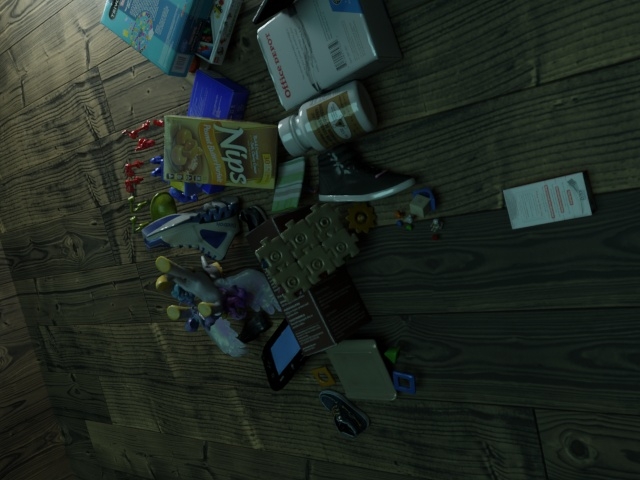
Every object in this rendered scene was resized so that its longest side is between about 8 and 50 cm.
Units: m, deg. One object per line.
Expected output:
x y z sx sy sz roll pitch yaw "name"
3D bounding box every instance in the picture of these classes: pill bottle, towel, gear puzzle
0.016 -0.300 1.386 0.229 0.131 0.131 -19 92 23 "pill bottle"
-0.092 -0.158 1.556 0.113 0.023 0.152 -9 66 46 "towel"
0.000 0.000 1.435 0.175 0.339 0.044 57 166 -6 "gear puzzle"

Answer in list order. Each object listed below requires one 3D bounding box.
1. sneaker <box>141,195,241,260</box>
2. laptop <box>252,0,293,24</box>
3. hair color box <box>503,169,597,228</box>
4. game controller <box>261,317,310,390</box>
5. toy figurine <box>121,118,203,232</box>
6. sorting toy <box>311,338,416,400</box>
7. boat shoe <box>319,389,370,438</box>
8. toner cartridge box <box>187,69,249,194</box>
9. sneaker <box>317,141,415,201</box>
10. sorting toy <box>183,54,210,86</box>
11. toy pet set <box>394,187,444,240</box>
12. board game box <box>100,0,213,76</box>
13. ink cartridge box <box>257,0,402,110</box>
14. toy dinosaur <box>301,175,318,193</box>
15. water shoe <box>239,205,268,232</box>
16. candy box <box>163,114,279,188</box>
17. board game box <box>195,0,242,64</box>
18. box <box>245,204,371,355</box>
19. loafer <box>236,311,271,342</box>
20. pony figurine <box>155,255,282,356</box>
-0.382 -0.005 1.724 0.127 0.316 0.182 32 140 62 "sneaker"
-0.081 -0.766 1.262 0.236 0.408 0.382 36 126 -7 "laptop"
0.492 -0.086 1.181 0.167 0.053 0.093 -11 95 39 "hair color box"
-0.095 0.331 1.703 0.319 0.067 0.166 -55 34 36 "game controller"
-0.454 -0.172 1.685 0.217 0.191 0.362 17 115 27 "toy figurine"
0.119 0.367 1.584 0.348 0.047 0.196 -9 110 37 "sorting toy"
0.057 0.525 1.666 0.183 0.083 0.065 26 118 28 "boat shoe"
-0.342 -0.336 1.710 0.165 0.075 0.347 35 122 24 "toner cartridge box"
0.100 -0.182 1.408 0.296 0.104 0.146 0 109 41 "sneaker"
-0.445 -0.644 1.716 0.307 0.041 0.229 42 124 19 "sorting toy"
0.253 -0.076 1.373 0.122 0.065 0.114 26 152 32 "toy pet set"
-0.481 -0.674 1.598 0.336 0.079 0.253 40 117 21 "board game box"
0.016 -0.489 1.364 0.307 0.129 0.223 -18 92 39 "ink cartridge box"
-0.043 -0.155 1.580 0.082 0.047 0.090 38 157 11 "toy dinosaur"
-0.178 -0.013 1.681 0.203 0.080 0.073 52 127 12 "water shoe"
-0.282 -0.254 1.572 0.317 0.087 0.182 4 106 -3 "candy box"
-0.381 -0.671 1.615 0.305 0.053 0.193 35 115 23 "board game box"
-0.033 0.108 1.541 0.143 0.191 0.381 -27 86 39 "box"
-0.235 0.299 1.836 0.170 0.062 0.061 -36 72 28 "loafer"
-0.325 0.178 1.701 0.351 0.363 0.303 44 101 11 "pony figurine"
